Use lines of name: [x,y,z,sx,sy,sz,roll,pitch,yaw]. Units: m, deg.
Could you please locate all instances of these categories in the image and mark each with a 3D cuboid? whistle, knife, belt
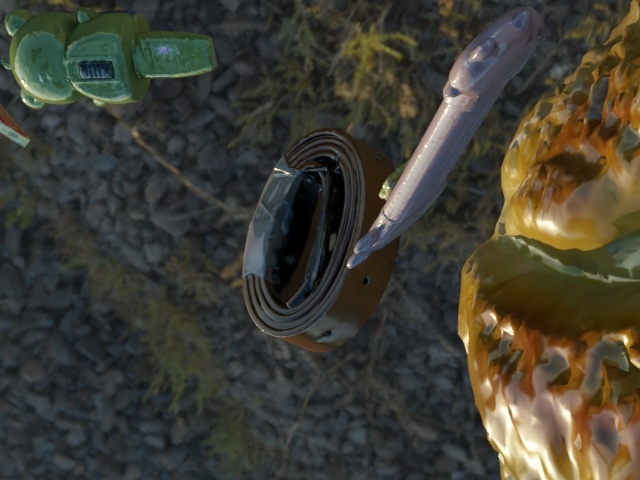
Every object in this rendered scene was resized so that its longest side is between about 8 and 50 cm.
whistle: [-0.213,-0.183,1.136,0.227,0.085,0.105,-1,119,12]
knife: [0.097,-0.080,0.952,0.038,0.132,0.399,45,157,7]
belt: [0.000,0.000,1.387,0.184,0.262,0.105,-1,164,38]

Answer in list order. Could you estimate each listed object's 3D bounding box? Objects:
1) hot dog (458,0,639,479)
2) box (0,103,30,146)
hot dog: [0.221,0.038,0.489,0.196,0.368,0.365,19,176,-35]
box: [-0.418,-0.162,1.483,0.093,0.015,0.058,45,-174,32]
